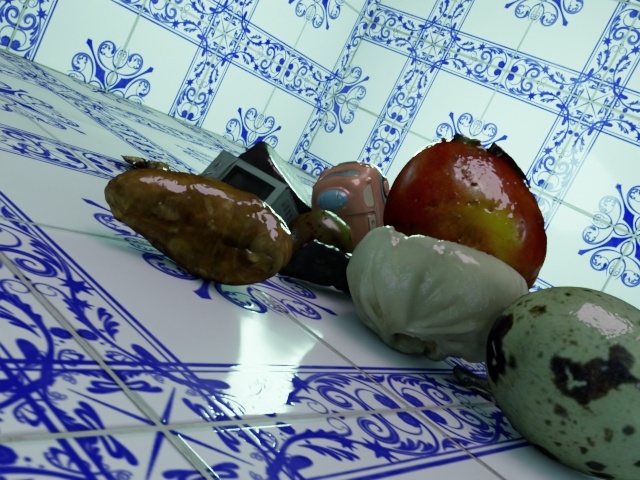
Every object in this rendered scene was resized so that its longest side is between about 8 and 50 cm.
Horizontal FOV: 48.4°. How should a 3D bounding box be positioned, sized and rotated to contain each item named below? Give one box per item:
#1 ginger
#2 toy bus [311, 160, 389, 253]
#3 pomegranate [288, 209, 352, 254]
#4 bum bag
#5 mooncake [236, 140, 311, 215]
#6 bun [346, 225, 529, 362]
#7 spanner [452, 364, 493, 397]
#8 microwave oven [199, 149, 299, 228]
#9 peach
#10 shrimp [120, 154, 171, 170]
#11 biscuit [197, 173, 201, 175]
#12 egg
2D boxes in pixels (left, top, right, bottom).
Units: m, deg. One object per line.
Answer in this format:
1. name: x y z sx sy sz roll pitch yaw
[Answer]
1. ginger: -0.201 -0.025 1.207 0.321 0.165 0.172 20 2 -5
2. toy bus: 0.069 -0.062 1.878 0.194 0.288 0.232 -4 7 25
3. pomegranate: 0.000 0.000 1.674 0.159 0.159 0.205 28 20 6
4. bum bag: 0.038 0.067 1.542 0.310 0.137 0.074 21 52 -41
5. mooncake: -0.128 -0.129 1.955 0.283 0.141 0.283 50 10 -12
6. bun: 0.219 0.122 1.389 0.364 0.220 0.365 17 -10 3
7. spanner: 0.384 0.325 1.323 0.325 0.026 0.093 33 11 29
8. microwave oven: -0.169 -0.095 1.674 0.208 0.122 0.162 31 -18 27
9. peach: 0.334 -0.043 1.699 0.352 0.339 0.417 5 53 -32
10. shrimp: -0.447 -0.184 1.822 0.132 0.052 0.187 11 6 -20
11. biscuit: -0.276 -0.127 1.941 0.150 0.052 0.252 26 9 -11
12. egg: 0.453 0.238 1.181 0.379 0.288 0.287 38 8 -3
